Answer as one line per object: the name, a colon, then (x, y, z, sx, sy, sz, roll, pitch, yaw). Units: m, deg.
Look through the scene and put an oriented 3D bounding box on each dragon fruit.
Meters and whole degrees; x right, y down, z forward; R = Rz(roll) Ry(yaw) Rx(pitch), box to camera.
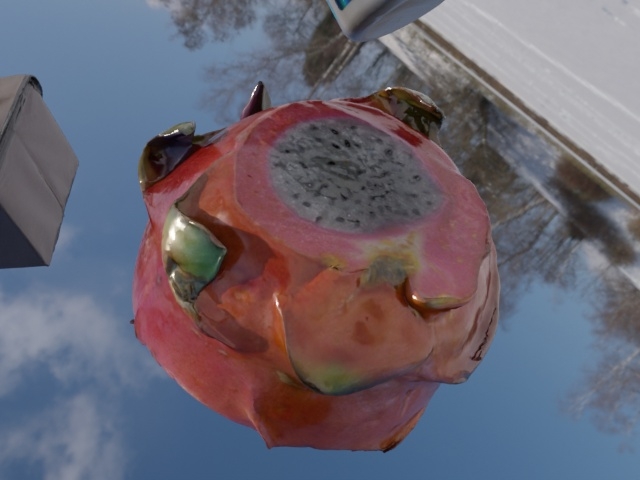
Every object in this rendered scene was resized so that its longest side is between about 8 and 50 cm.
dragon fruit: (0.000, 0.000, 0.494, 0.290, 0.189, 0.291, 12, -140, -10)

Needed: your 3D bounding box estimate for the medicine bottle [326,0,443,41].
medicine bottle: (0.024, -0.253, 0.483, 0.191, 0.107, 0.107, 63, -157, -2)

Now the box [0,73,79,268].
box: (-0.443, -0.073, 0.803, 0.153, 0.252, 0.188, 72, -164, -52)
